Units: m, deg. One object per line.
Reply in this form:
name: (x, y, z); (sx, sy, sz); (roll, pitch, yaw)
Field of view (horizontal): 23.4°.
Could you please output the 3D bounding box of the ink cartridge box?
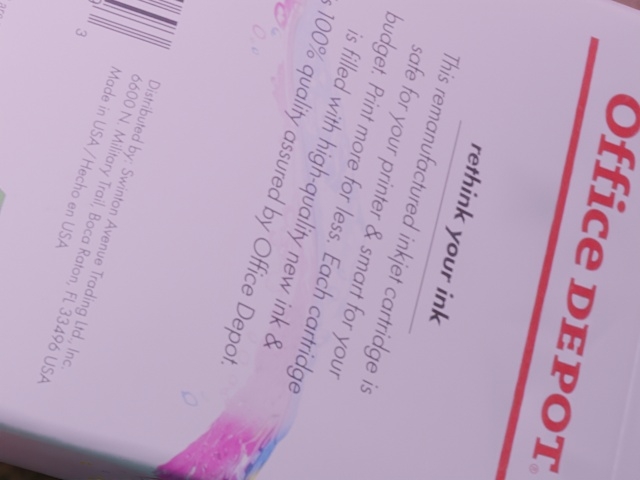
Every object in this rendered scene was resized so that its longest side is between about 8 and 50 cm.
ink cartridge box: (0.000, 0.000, 0.542); (0.353, 0.119, 0.207); (19, 73, -11)
